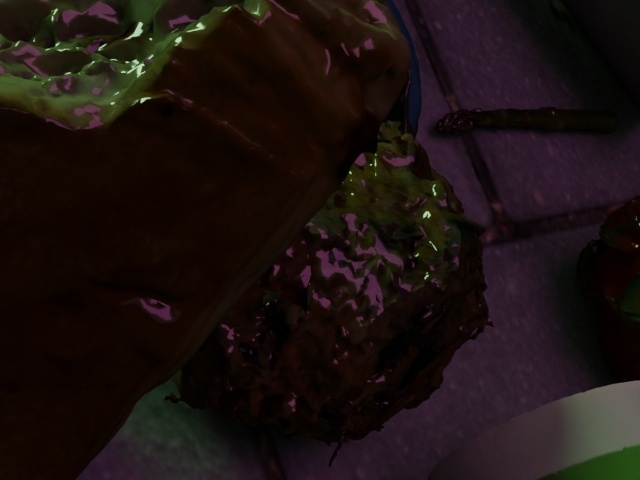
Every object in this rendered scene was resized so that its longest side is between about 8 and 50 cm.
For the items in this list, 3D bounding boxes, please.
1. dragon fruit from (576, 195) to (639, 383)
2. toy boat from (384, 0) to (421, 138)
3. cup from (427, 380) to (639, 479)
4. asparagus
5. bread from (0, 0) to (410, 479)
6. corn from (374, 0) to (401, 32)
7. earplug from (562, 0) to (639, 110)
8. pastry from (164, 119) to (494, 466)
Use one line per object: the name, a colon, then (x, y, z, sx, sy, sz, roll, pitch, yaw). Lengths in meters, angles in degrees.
dragon fruit: (0.309, 0.082, 1.171, 0.200, 0.198, 0.269, 34, 52, -53)
toy boat: (0.020, -0.149, 1.101, 0.185, 0.075, 0.077, 58, 40, -7)
cup: (0.195, 0.249, 0.936, 0.253, 0.253, 0.274, 5, 55, -41)
asparagus: (0.180, -0.104, 1.264, 0.248, 0.025, 0.024, -4, 92, -44)
bread: (-0.179, -0.046, 0.709, 0.314, 0.370, 0.191, 30, 13, -29)
corn: (-0.067, -0.146, 0.989, 0.260, 0.091, 0.091, 10, 81, -24)
earplug: (0.314, -0.347, 1.330, 0.394, 0.312, 0.312, 52, 43, -3)
pastry: (0.000, 0.000, 0.910, 0.274, 0.193, 0.275, 22, 56, -37)
